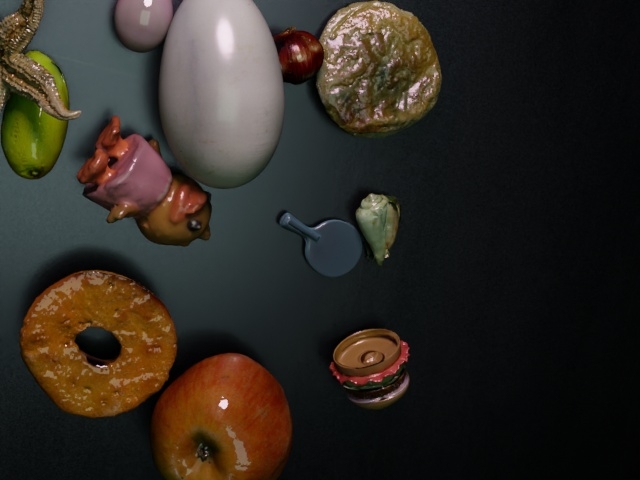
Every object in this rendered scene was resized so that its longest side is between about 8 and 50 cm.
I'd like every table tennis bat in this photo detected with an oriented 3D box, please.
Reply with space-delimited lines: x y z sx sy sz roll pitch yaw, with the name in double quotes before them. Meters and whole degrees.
"table tennis bat" 0.000 0.000 1.874 0.201 0.033 0.124 30 91 -25

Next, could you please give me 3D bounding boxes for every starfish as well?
"starfish" -0.569 -0.314 1.530 0.358 0.078 0.347 -3 104 21

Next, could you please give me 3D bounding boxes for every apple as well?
"apple" -0.190 0.387 1.782 0.302 0.301 0.301 -4 105 -17

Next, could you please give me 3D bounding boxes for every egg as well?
"egg" -0.319 -0.407 1.626 0.103 0.103 0.135 13 98 -21
"egg" -0.180 -0.279 1.638 0.230 0.230 0.370 -4 99 -17

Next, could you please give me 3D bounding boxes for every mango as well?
"mango" -0.508 -0.222 1.604 0.111 0.125 0.232 12 73 -58

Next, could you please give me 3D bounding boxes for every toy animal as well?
"toy animal" -0.315 -0.082 1.681 0.281 0.169 0.195 32 58 -21

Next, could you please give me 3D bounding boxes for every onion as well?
"onion" -0.048 -0.355 1.720 0.119 0.117 0.118 -10 123 -15

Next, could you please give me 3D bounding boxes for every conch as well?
"conch" 0.130 -0.029 1.891 0.106 0.079 0.170 -23 124 -15

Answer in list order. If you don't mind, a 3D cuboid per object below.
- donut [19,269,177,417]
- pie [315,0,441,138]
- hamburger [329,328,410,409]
"donut" -0.429 0.187 1.740 0.303 0.110 0.302 -5 108 -16
"pie" 0.117 -0.340 1.801 0.277 0.078 0.277 -5 105 -19
"hamburger" 0.111 0.282 1.914 0.175 0.175 0.137 -20 115 -12
